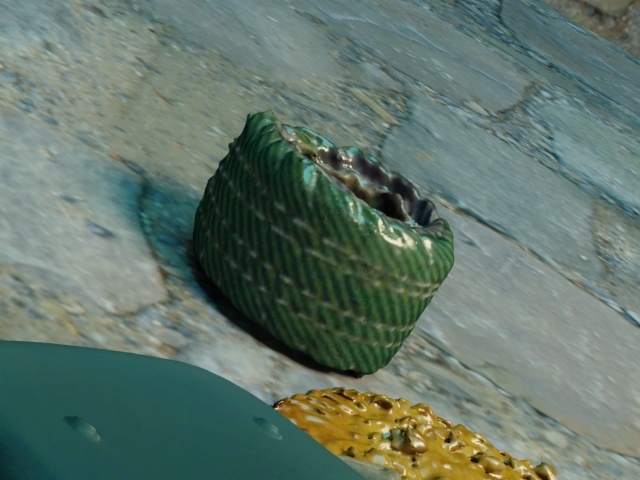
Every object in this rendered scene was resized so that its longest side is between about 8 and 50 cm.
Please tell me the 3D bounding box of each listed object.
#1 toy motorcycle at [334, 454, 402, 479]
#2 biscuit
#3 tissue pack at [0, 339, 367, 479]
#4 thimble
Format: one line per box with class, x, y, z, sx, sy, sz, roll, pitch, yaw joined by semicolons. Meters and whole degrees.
toy motorcycle;0.023;0.149;0.668;0.229;0.094;0.130;48;20;22
biscuit;0.076;0.145;0.845;0.254;0.035;0.254;28;18;-10
tissue pack;-0.018;0.174;0.388;0.287;0.206;0.198;40;11;19
thimble;0.002;0.001;1.015;0.118;0.090;0.135;18;20;-41
